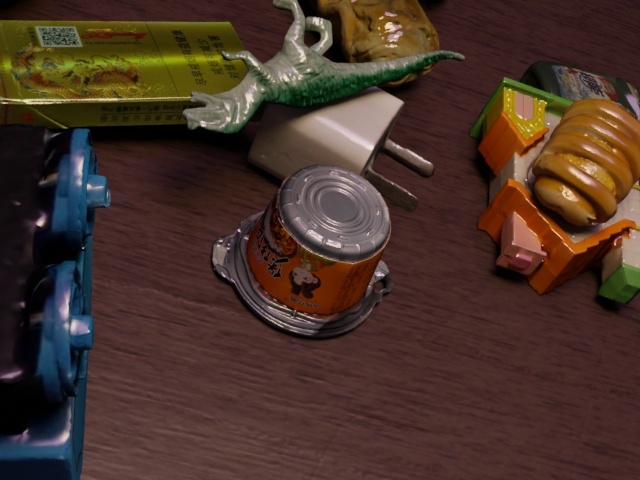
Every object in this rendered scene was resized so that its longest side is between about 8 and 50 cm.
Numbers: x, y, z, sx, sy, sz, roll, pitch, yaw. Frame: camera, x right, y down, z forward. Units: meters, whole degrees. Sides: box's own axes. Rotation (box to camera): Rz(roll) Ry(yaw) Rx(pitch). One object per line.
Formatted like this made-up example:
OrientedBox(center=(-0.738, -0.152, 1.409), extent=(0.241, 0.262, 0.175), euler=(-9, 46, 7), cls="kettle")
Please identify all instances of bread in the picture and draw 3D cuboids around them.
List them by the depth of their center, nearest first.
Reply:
OrientedBox(center=(0.327, -0.095, 1.258), extent=(0.119, 0.084, 0.177), euler=(35, 56, 3), cls="bread")
OrientedBox(center=(0.062, -0.319, 1.427), extent=(0.152, 0.130, 0.268), euler=(-5, 55, -38), cls="bread")

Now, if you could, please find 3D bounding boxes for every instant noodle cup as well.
OrientedBox(center=(0.000, 0.000, 1.138), extent=(0.208, 0.125, 0.178), euler=(-5, 56, -27), cls="instant noodle cup")

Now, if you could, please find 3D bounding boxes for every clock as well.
OrientedBox(center=(0.307, -0.056, 1.332), extent=(0.219, 0.106, 0.255), euler=(17, 48, -10), cls="clock")

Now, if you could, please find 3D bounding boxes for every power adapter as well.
OrientedBox(center=(0.037, -0.111, 1.243), extent=(0.205, 0.125, 0.130), euler=(31, 47, 4), cls="power adapter")

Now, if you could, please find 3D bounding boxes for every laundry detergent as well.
OrientedBox(center=(0.397, -0.183, 1.500), extent=(0.221, 0.078, 0.144), euler=(8, 52, -21), cls="laundry detergent")

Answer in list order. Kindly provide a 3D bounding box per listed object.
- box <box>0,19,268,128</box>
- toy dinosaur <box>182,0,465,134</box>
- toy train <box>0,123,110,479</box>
OrientedBox(center=(-0.230, -0.197, 1.226), extent=(0.311, 0.043, 0.173), euler=(-5, 43, -24), cls="box")
OrientedBox(center=(0.009, -0.221, 1.174), extent=(0.383, 0.076, 0.129), euler=(-21, 96, -25), cls="toy dinosaur")
OrientedBox(center=(-0.272, 0.062, 0.875), extent=(0.188, 0.265, 0.300), euler=(1, 53, -9), cls="toy train")
